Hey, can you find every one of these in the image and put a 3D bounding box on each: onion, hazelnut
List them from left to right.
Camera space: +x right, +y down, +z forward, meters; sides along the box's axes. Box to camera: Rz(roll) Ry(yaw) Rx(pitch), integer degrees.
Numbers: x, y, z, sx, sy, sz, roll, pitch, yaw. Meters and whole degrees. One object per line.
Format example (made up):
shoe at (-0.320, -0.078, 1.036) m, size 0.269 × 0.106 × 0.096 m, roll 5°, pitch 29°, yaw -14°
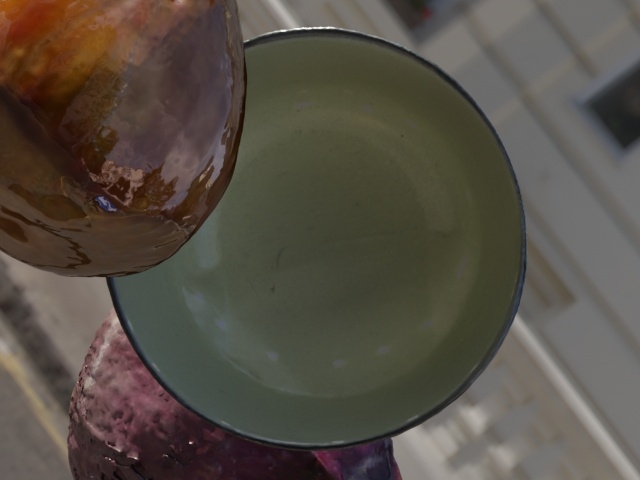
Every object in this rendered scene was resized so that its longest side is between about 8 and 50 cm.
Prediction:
hazelnut at (-0.089, -0.060, 0.765) m, size 0.150 × 0.150 × 0.150 m, roll 52°, pitch 3°, yaw -4°
onion at (-0.066, 0.158, 1.451) m, size 0.348 × 0.267 × 0.159 m, roll 29°, pitch 11°, yaw 37°

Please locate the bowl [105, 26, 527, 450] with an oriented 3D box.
bowl at (0.000, 0.000, 1.081) m, size 0.238 × 0.237 × 0.126 m, roll 53°, pitch 4°, yaw 2°
